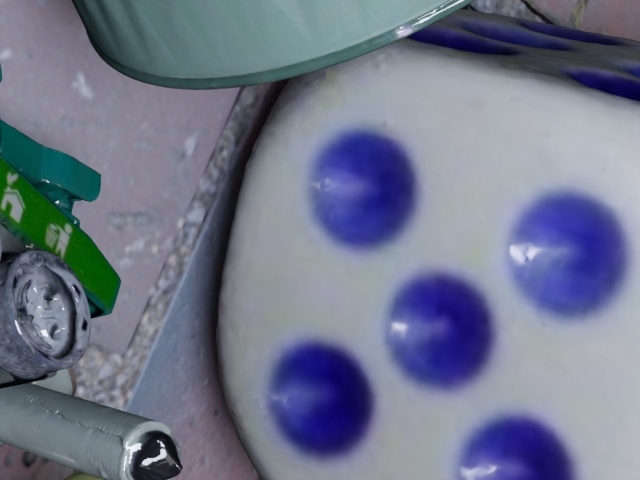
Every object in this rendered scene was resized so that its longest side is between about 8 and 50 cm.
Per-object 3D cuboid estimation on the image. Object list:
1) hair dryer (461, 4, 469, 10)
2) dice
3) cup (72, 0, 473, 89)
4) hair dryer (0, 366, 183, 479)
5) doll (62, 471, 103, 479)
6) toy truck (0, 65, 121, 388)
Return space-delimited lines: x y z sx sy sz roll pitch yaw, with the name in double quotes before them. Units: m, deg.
"hair dryer" 0.061 -0.144 1.228 0.083 0.026 0.047 -51 132 -10
"dice" 0.136 0.033 1.129 0.277 0.304 0.304 -14 119 -55
"cup" -0.010 -0.319 0.856 0.401 0.310 0.392 -27 125 3
"hair dryer" -0.151 0.102 0.941 0.131 0.236 0.073 -37 120 -31
"doll" -0.129 0.210 1.002 0.117 0.141 0.296 -43 166 -31
"toy truck" -0.236 -0.047 0.839 0.363 0.177 0.178 44 43 -42
